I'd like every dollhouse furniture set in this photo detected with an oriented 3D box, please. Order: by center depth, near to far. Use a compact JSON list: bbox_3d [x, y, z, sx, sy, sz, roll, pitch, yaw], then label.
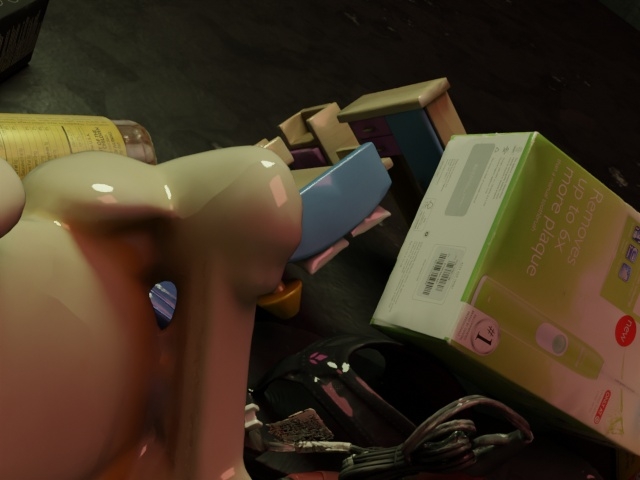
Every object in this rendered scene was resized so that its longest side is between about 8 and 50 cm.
[{"bbox_3d":[0.000,0.000,1.012,0.303,0.286,0.198,-37,110,-30],"label":"dollhouse furniture set"}]

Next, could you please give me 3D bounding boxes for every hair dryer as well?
[{"bbox_3d":[0.056,0.199,0.696,0.293,0.224,0.080,54,39,-51],"label":"hair dryer"}]

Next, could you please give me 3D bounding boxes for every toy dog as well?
[{"bbox_3d":[-0.265,0.049,0.533,0.408,0.284,0.395,2,15,-43],"label":"toy dog"}]

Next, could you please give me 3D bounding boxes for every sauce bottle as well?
[{"bbox_3d":[-0.314,-0.057,0.835,0.344,0.111,0.111,-4,46,-39],"label":"sauce bottle"}]

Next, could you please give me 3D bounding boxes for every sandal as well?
[{"bbox_3d":[0.085,0.158,0.856,0.446,0.107,0.167,21,35,-14],"label":"sandal"}]

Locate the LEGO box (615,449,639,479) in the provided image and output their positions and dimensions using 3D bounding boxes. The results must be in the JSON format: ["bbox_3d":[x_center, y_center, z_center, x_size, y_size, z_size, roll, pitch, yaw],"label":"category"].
[{"bbox_3d":[0.528,0.215,1.043,0.372,0.193,0.500,30,33,-1],"label":"LEGO box"}]

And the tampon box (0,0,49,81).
[{"bbox_3d":[-0.383,-0.229,1.013,0.120,0.101,0.161,29,34,-1],"label":"tampon box"}]

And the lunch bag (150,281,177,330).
[{"bbox_3d":[-0.156,0.058,0.840,0.098,0.067,0.065,32,33,5],"label":"lunch bag"}]

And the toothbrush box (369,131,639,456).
[{"bbox_3d":[0.217,0.053,0.925,0.283,0.206,0.122,32,-13,-31],"label":"toothbrush box"}]
